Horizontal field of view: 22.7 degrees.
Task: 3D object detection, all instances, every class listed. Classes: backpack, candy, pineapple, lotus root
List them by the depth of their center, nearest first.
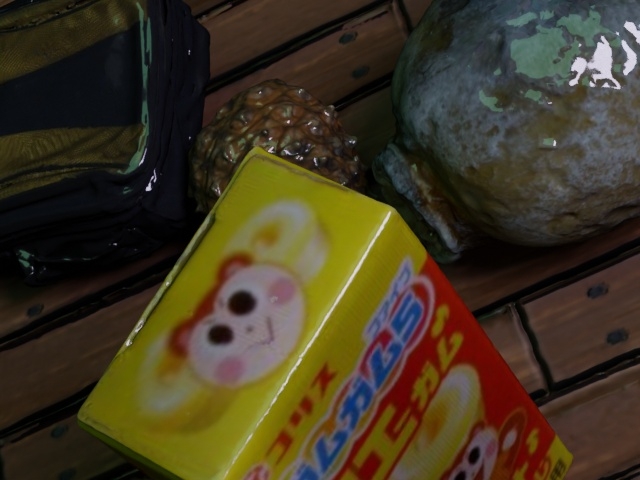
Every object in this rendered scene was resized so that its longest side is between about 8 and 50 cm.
[{"bbox_3d":[0.017,0.091,0.737,0.088,0.276,0.146,24,73,35],"label":"candy"},{"bbox_3d":[0.177,-0.126,0.862,0.349,0.175,0.175,-43,53,-2],"label":"lotus root"},{"bbox_3d":[0.000,0.000,0.910,0.108,0.108,0.197,-35,57,3],"label":"pineapple"},{"bbox_3d":[-0.182,-0.066,1.025,0.258,0.133,0.206,-10,66,27],"label":"backpack"}]
